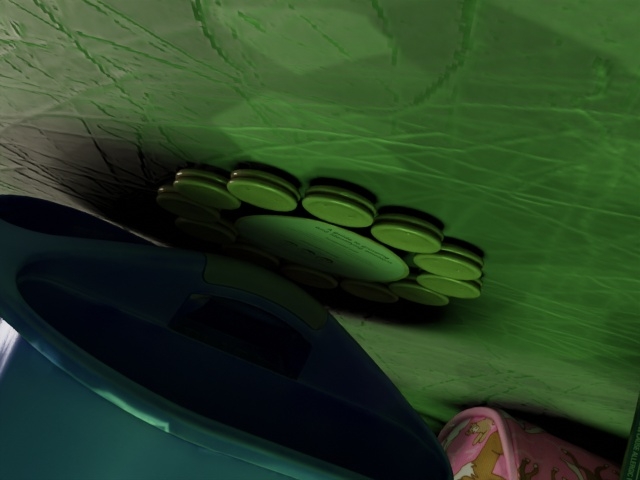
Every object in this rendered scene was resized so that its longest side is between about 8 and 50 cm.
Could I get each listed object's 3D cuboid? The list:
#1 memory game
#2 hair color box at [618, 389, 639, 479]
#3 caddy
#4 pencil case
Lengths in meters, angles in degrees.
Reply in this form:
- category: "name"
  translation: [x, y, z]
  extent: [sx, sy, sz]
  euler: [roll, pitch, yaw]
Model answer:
- category: "memory game"
  translation: [0.000, 0.000, 0.659]
  extent: [0.186, 0.012, 0.186]
  euler: [15, 165, 4]
- category: "hair color box"
  translation: [0.263, 0.204, 0.806]
  extent: [0.105, 0.174, 0.347]
  euler: [11, 164, 22]
- category: "caddy"
  translation: [-0.076, 0.091, 0.717]
  extent: [0.341, 0.179, 0.241]
  euler: [27, -166, -34]
- category: "pencil case"
  translation: [0.265, 0.269, 1.074]
  extent: [0.386, 0.160, 0.167]
  euler: [23, 131, -23]
